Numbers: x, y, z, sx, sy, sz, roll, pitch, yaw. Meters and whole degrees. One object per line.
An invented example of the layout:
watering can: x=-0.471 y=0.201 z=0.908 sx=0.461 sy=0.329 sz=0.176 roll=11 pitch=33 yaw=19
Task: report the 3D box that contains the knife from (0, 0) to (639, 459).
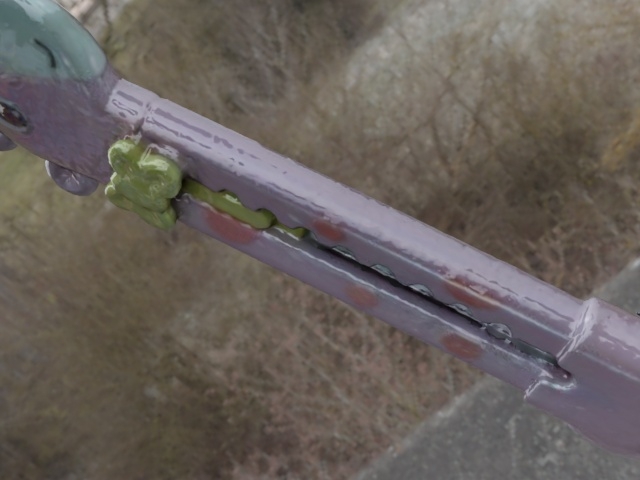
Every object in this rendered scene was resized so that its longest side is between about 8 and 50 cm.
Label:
knife: x=0.000 y=0.001 z=0.498 sx=0.132 sy=0.399 sz=0.038 roll=111 pitch=-175 yaw=-59
